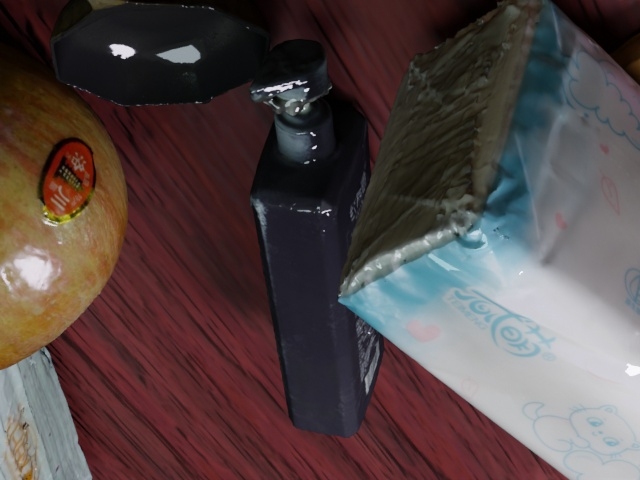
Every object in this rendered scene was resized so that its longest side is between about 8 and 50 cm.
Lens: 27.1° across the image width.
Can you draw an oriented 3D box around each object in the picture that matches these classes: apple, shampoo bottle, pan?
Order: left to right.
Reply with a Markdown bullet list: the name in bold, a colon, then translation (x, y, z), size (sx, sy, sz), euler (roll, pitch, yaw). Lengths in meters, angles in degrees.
- **apple**: translation (-0.231, -0.023, 0.846), size (0.211, 0.211, 0.188), euler (-20, 131, 33)
- **pan**: translation (-0.092, -0.137, 0.757), size (0.128, 0.048, 0.202), euler (-5, 164, -9)
- **shampoo bottle**: translation (0.000, -0.001, 0.883), size (0.071, 0.098, 0.309), euler (9, 137, 14)

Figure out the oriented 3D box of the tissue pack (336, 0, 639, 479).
- **tissue pack**: translation (0.155, 0.019, 0.738), size (0.271, 0.201, 0.124), euler (39, 140, -22)

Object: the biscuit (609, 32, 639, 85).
- **biscuit**: translation (0.215, -0.043, 0.823), size (0.142, 0.029, 0.221), euler (-4, 134, 21)

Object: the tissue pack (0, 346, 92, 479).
- **tissue pack**: translation (-0.415, 0.149, 1.120), size (0.388, 0.162, 0.287), euler (6, 136, 12)
